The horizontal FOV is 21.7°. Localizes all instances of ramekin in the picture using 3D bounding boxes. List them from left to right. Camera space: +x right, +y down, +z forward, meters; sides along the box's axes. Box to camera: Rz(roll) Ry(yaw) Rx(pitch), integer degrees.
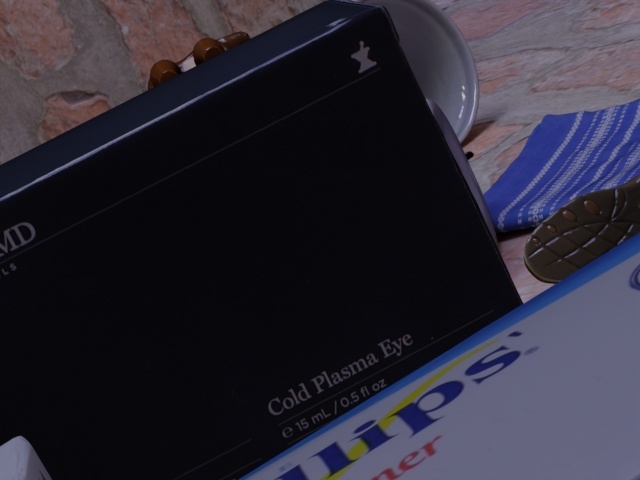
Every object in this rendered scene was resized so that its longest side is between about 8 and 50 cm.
[{"bbox_3d":[0.071,-0.178,1.931,0.207,0.207,0.109,-35,8,-33],"label":"ramekin"}]

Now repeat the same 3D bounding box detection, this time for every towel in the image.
[{"bbox_3d":[0.307,-0.095,1.528,0.336,0.040,0.243,-16,18,36],"label":"towel"}]

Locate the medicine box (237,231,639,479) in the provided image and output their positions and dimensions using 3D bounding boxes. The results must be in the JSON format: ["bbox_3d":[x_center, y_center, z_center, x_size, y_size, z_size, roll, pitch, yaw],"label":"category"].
[{"bbox_3d":[0.104,0.163,0.416,0.263,0.289,0.149,-30,14,-15],"label":"medicine box"}]

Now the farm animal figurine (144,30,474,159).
[{"bbox_3d":[-0.066,-0.042,1.653,0.327,0.330,0.172,-55,16,4],"label":"farm animal figurine"}]

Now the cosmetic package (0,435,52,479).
[{"bbox_3d":[-0.262,0.285,0.800,0.385,0.217,0.156,-28,13,1],"label":"cosmetic package"}]

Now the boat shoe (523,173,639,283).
[{"bbox_3d":[0.237,-0.011,1.322,0.178,0.064,0.060,-29,-17,-15],"label":"boat shoe"}]

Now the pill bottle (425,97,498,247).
[{"bbox_3d":[0.000,0.000,1.477,0.283,0.160,0.160,-23,14,12],"label":"pill bottle"}]

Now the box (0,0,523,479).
[{"bbox_3d":[-0.059,0.064,1.030,0.343,0.312,0.179,-27,14,-4],"label":"box"}]
